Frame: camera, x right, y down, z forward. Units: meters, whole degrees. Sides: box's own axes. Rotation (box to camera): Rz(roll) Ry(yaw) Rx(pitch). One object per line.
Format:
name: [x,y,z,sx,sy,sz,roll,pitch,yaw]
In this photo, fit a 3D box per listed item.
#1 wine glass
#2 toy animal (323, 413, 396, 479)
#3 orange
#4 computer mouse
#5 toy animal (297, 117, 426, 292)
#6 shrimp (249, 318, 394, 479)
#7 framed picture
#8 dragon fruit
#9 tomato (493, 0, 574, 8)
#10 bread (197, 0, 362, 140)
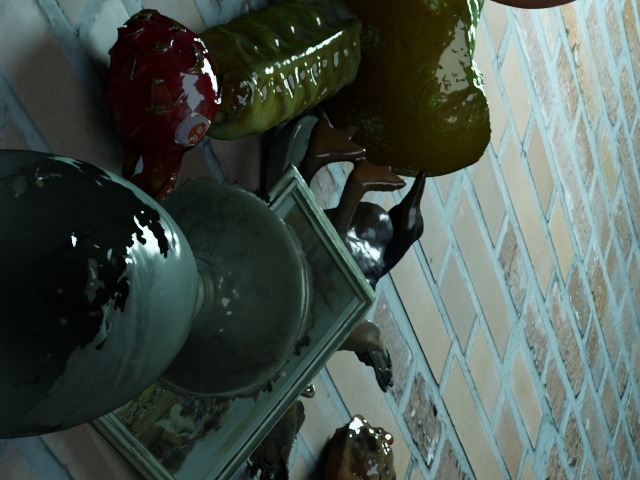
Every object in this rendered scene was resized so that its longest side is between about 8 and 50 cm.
wine glass: [-0.152,0.037,1.149,0.357,0.190,0.190,7,87,-66]
toy animal: [0.011,0.304,1.725,0.312,0.097,0.157,-46,123,-52]
orange: [0.083,-0.175,1.671,0.158,0.179,0.237,-14,109,-42]
computer mouse: [-0.033,-0.072,1.608,0.056,0.032,0.110,2,107,-59]
toy animal: [0.000,0.000,1.556,0.298,0.122,0.185,-33,150,-43]
shrimp: [-0.006,0.153,1.587,0.152,0.046,0.219,-12,130,-28]
framed picture: [-0.066,0.095,1.422,0.274,0.017,0.217,-51,142,-13]
dragon fruit: [-0.123,-0.088,1.327,0.094,0.094,0.190,-45,141,-56]
tomato: [0.271,-0.438,1.943,0.341,0.272,0.341,4,90,-67]
bread: [-0.046,-0.157,1.493,0.269,0.087,0.098,-35,129,-60]
